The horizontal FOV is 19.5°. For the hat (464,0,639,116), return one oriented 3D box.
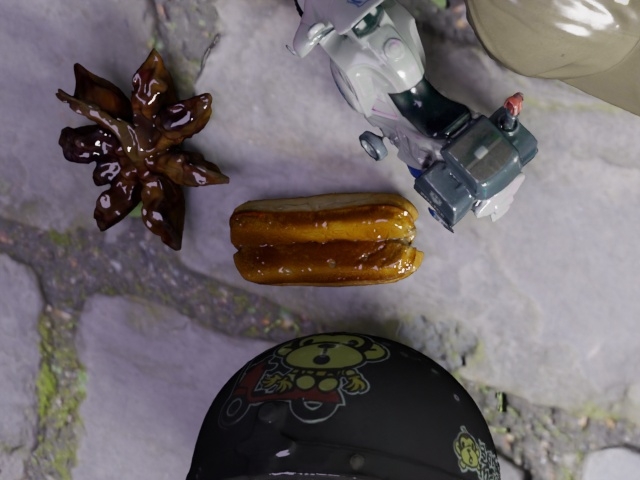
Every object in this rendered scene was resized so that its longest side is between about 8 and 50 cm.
[{"bbox_3d":[0.190,-0.144,1.212,0.173,0.144,0.166,45,128,37],"label":"hat"}]

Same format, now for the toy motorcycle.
[{"bbox_3d":[0.059,-0.108,1.297,0.221,0.102,0.150,48,166,7],"label":"toy motorcycle"}]

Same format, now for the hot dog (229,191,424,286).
[{"bbox_3d":[0.000,0.000,1.412,0.165,0.045,0.071,-2,107,31],"label":"hot dog"}]

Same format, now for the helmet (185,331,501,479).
[{"bbox_3d":[0.029,0.157,1.366,0.231,0.279,0.160,-7,65,26],"label":"helmet"}]

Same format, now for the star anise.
[{"bbox_3d":[-0.138,-0.070,1.465,0.168,0.057,0.168,10,118,20],"label":"star anise"}]
